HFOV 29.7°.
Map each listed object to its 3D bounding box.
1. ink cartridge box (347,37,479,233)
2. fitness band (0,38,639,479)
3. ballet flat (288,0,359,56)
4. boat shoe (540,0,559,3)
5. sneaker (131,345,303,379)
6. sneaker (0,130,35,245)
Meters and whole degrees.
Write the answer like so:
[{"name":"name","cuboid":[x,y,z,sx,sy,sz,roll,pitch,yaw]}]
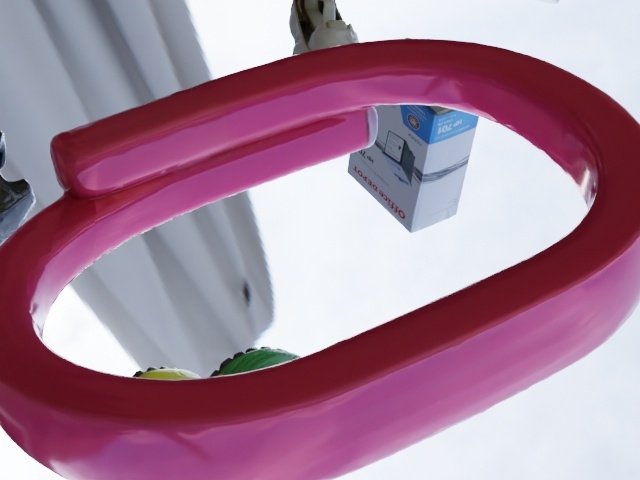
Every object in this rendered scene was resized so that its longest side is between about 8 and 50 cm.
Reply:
[{"name":"ink cartridge box","cuboid":[0.111,-0.127,1.474,0.082,0.190,0.139,-23,-128,-29]},{"name":"fitness band","cuboid":[0.000,0.000,0.493,0.291,0.054,0.209,-23,-138,-21]},{"name":"ballet flat","cuboid":[0.006,-0.240,1.440,0.086,0.086,0.248,-25,-144,4]},{"name":"boat shoe","cuboid":[0.044,-0.230,0.694,0.084,0.258,0.095,-62,-170,6]},{"name":"sneaker","cuboid":[-0.056,0.189,1.095,0.146,0.134,0.343,24,-168,23]},{"name":"sneaker","cuboid":[-0.414,-0.093,1.280,0.135,0.276,0.097,-45,172,-21]}]
